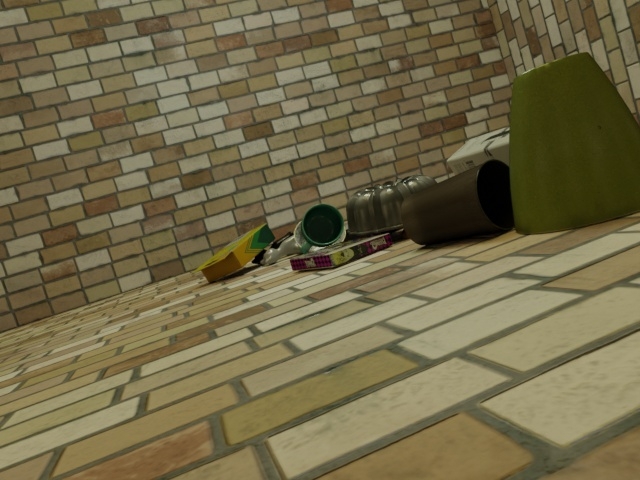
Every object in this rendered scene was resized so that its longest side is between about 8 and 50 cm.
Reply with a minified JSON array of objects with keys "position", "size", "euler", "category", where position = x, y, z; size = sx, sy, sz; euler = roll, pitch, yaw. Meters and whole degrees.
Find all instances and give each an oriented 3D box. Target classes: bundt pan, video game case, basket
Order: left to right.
[{"position":[0.054,0.035,1.491],"size":[0.210,0.042,0.232],"euler":[-18,4,-30],"category":"video game case"},{"position":[0.225,-0.121,1.632],"size":[0.330,0.124,0.331],"euler":[-16,9,3],"category":"bundt pan"},{"position":[0.311,-0.075,1.192],"size":[0.204,0.154,0.227],"euler":[-20,1,-44],"category":"basket"}]

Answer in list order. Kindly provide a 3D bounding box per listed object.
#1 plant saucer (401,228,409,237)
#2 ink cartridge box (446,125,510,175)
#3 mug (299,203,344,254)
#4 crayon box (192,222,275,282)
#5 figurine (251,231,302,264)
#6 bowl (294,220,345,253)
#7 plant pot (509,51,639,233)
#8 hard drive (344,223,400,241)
[{"position":[0.334,-0.053,1.555],"size":[0.200,0.037,0.200],"euler":[-17,4,1],"category":"plant saucer"},{"position":[0.486,-0.179,1.328],"size":[0.114,0.197,0.273],"euler":[-42,13,-18],"category":"ink cartridge box"},{"position":[-0.009,-0.038,1.631],"size":[0.157,0.129,0.097],"euler":[-21,-5,-9],"category":"mug"},{"position":[-0.342,0.059,2.088],"size":[0.202,0.081,0.318],"euler":[-24,12,35],"category":"crayon box"},{"position":[-0.165,0.043,2.114],"size":[0.209,0.092,0.215],"euler":[-28,8,-20],"category":"figurine"},{"position":[0.000,0.000,1.730],"size":[0.170,0.170,0.080],"euler":[-18,-40,-11],"category":"bowl"},{"position":[0.477,-0.192,1.004],"size":[0.274,0.294,0.275],"euler":[-17,4,1],"category":"plant pot"},{"position":[0.162,-0.042,1.955],"size":[0.237,0.064,0.339],"euler":[-20,4,-42],"category":"hard drive"}]
